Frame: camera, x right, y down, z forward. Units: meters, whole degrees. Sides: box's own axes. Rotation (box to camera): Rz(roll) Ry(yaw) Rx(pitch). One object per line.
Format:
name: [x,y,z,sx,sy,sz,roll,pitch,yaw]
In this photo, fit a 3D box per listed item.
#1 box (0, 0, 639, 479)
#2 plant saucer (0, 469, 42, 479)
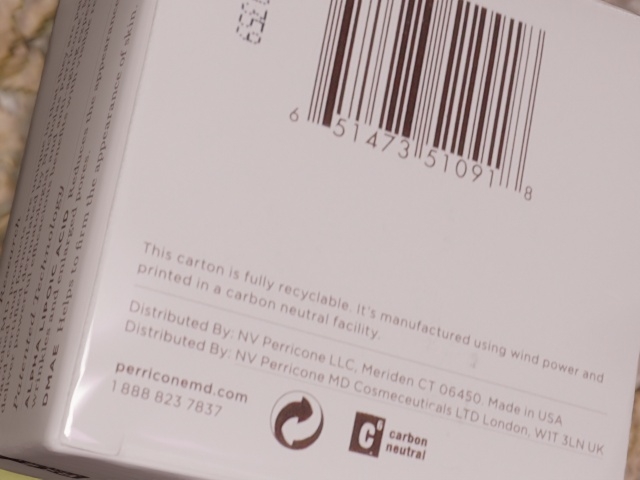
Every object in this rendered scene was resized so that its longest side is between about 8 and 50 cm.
box: [0.000,0.000,0.486,0.181,0.119,0.182,16,75,-23]
plant saucer: [-0.112,0.172,0.522,0.241,0.037,0.241,-2,96,-22]
